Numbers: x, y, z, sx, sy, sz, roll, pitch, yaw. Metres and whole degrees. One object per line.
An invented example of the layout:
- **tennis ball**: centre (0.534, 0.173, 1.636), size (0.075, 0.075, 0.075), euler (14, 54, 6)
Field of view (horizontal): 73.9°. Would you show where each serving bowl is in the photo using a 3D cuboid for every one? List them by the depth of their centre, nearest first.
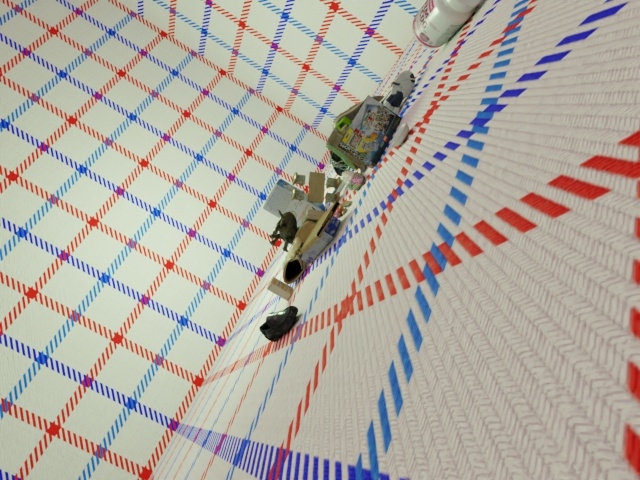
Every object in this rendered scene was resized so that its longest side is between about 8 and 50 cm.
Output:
- **serving bowl**: centre (0.259, -0.333, 1.363), size (0.083, 0.027, 0.083), euler (-56, 9, 13)

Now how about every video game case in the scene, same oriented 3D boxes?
- **video game case**: centre (0.107, -0.285, 2.143), size (0.157, 0.019, 0.143), euler (-57, 8, 6)

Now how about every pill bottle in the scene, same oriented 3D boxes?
- **pill bottle**: centre (0.458, -0.837, 1.541), size (0.160, 0.160, 0.283), euler (-60, 8, -7)

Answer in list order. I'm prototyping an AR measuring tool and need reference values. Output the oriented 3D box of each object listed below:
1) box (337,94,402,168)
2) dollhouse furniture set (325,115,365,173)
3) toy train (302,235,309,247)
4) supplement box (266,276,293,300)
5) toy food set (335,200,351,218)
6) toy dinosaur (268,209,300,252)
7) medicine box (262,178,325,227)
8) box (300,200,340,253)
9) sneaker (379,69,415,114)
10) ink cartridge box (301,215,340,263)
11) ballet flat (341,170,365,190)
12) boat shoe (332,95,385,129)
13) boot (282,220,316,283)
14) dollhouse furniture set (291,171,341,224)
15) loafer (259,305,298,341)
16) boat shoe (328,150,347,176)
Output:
- **box**: centre (0.188, -0.411, 1.608), size (0.233, 0.159, 0.044), euler (-61, 10, -16)
- **dollhouse furniture set**: centre (0.106, -0.384, 1.869), size (0.151, 0.198, 0.301), euler (-50, 11, 40)
- **toy train**: centre (-0.056, 0.013, 1.703), size (0.083, 0.017, 0.023), euler (-63, -2, -39)
- **supplement box**: centre (-0.161, 0.193, 1.703), size (0.036, 0.099, 0.062), euler (-56, 9, 19)
- **toy food set**: centre (0.087, -0.118, 1.653), size (0.077, 0.019, 0.122), euler (-59, 16, -4)
- **toy dinosaur**: centre (-0.153, -0.056, 1.898), size (0.160, 0.121, 0.313), euler (-54, -37, -27)
- **medicine box**: centre (-0.135, -0.182, 2.252), size (0.149, 0.289, 0.263), euler (-59, 8, 12)
- **box**: centre (-0.004, -0.046, 1.573), size (0.164, 0.021, 0.201), euler (-60, 7, -25)
- **sneaker**: centre (0.313, -0.618, 1.849), size (0.234, 0.094, 0.153), euler (-69, 17, -2)
- **ink cartridge box**: centre (0.000, 0.000, 1.633), size (0.207, 0.046, 0.097), euler (-50, 10, 48)
- **ballet flat**: centre (0.121, -0.246, 1.696), size (0.076, 0.079, 0.221), euler (-57, 8, 7)
- **boat shoe**: centre (0.197, -0.644, 2.157), size (0.325, 0.123, 0.116), euler (-26, 25, -9)
- **boot**: centre (-0.085, 0.049, 1.790), size (0.261, 0.095, 0.203), euler (-59, 7, 7)
- **dollhouse furniture set**: centre (-0.017, -0.196, 1.922), size (0.161, 0.212, 0.241), euler (148, 126, -76)
- **loafer**: centre (-0.139, 0.265, 1.374), size (0.223, 0.078, 0.076), euler (-49, 13, 49)
- **boat shoe**: centre (0.097, -0.419, 2.196), size (0.306, 0.113, 0.104), euler (80, -159, -77)
